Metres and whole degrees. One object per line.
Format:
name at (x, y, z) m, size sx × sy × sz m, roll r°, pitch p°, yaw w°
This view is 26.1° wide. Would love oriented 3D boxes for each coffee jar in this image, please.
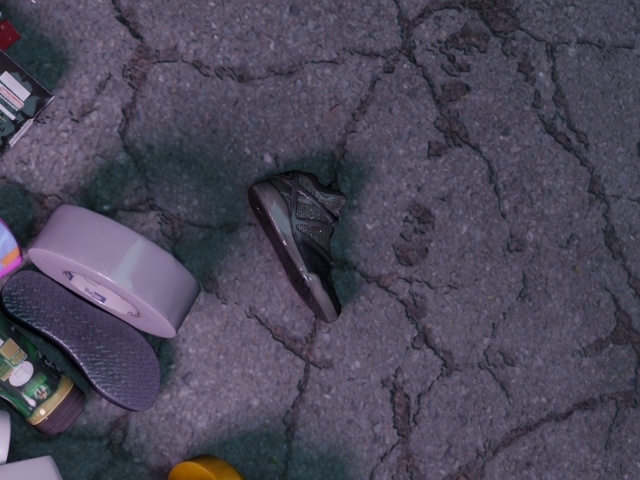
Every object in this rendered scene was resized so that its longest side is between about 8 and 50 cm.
coffee jar at (-0.390, 0.172, 1.792) m, size 0.184 × 0.096 × 0.079 m, roll 46°, pitch 72°, yaw -14°

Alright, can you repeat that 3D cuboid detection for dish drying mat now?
dish drying mat at (-0.444, -0.262, 1.858) m, size 0.083 × 0.008 × 0.032 m, roll -44°, pitch 102°, yaw -22°

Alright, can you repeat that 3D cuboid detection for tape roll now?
tape roll at (-0.266, 0.041, 1.792) m, size 0.219 × 0.219 × 0.072 m, roll 33°, pitch 73°, yaw -18°

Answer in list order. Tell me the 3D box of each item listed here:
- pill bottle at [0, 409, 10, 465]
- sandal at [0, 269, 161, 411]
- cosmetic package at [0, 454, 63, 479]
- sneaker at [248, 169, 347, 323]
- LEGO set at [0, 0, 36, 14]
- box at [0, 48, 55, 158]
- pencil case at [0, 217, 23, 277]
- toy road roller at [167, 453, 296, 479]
pill bottle at (-0.516, 0.242, 1.706) m, size 0.245 × 0.136 × 0.136 m, roll 12°, pitch 80°, yaw -22°
sandal at (-0.317, 0.132, 1.859) m, size 0.254 × 0.054 × 0.097 m, roll 41°, pitch 63°, yaw -5°
cosmetic package at (-0.515, 0.429, 1.627) m, size 0.453 × 0.161 × 0.230 m, roll -9°, pitch 125°, yaw -24°
sneaker at (0.000, 0.000, 1.986) m, size 0.130 × 0.087 × 0.228 m, roll -26°, pitch 90°, yaw -17°
LEGO set at (-0.456, -0.459, 1.770) m, size 0.331 × 0.192 × 0.255 m, roll 40°, pitch 71°, yaw -16°
box at (-0.546, -0.191, 1.765) m, size 0.322 × 0.079 × 0.257 m, roll 41°, pitch 71°, yaw -15°
pencil case at (-0.486, 0.062, 1.760) m, size 0.236 × 0.104 × 0.104 m, roll -45°, pitch 103°, yaw -20°
toy road roller at (-0.120, 0.447, 1.835) m, size 0.240 × 0.202 × 0.330 m, roll -16°, pitch 91°, yaw -36°
